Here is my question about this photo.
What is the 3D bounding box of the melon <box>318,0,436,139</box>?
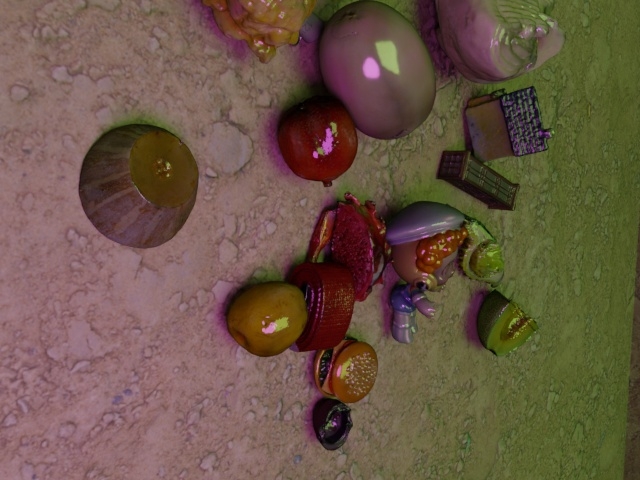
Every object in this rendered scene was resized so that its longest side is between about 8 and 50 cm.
[{"bbox_3d":[0.123,-0.349,1.210,0.223,0.223,0.317,-60,141,-18],"label":"melon"}]

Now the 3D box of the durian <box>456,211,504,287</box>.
[{"bbox_3d":[0.475,0.045,1.705,0.375,0.132,0.106,53,38,-41],"label":"durian"}]

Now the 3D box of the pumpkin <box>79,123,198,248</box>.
[{"bbox_3d":[-0.279,-0.093,0.961,0.217,0.110,0.217,-2,94,-41],"label":"pumpkin"}]

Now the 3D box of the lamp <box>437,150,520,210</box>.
[{"bbox_3d":[0.467,-0.170,1.672,0.325,0.089,0.090,20,83,-45],"label":"lamp"}]

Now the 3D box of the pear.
[{"bbox_3d":[-0.101,0.154,1.141,0.162,0.149,0.148,-30,117,-29],"label":"pear"}]

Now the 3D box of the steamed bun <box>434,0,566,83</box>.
[{"bbox_3d":[0.432,-0.548,1.462,0.339,0.247,0.352,-8,67,-32],"label":"steamed bun"}]

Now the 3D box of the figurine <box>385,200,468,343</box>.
[{"bbox_3d":[0.226,0.083,1.426,0.224,0.205,0.381,-23,129,-65],"label":"figurine"}]

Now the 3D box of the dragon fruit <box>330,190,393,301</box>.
[{"bbox_3d":[0.114,0.023,1.324,0.161,0.126,0.274,-19,120,-53],"label":"dragon fruit"}]

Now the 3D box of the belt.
[{"bbox_3d":[0.001,0.144,1.242,0.124,0.128,0.200,2,107,-43],"label":"belt"}]

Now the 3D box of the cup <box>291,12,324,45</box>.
[{"bbox_3d":[-0.046,-0.442,1.164,0.083,0.075,0.054,30,40,-39],"label":"cup"}]

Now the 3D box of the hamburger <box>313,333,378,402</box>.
[{"bbox_3d":[0.061,0.299,1.344,0.162,0.115,0.161,-7,101,-43],"label":"hamburger"}]

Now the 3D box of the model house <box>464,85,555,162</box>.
[{"bbox_3d":[0.548,-0.336,1.618,0.170,0.211,0.193,-20,99,-40],"label":"model house"}]

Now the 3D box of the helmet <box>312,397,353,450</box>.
[{"bbox_3d":[0.021,0.428,1.361,0.098,0.070,0.123,-15,120,-34],"label":"helmet"}]

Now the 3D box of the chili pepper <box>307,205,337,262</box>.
[{"bbox_3d":[0.000,0.000,1.294,0.045,0.027,0.178,28,78,-39],"label":"chili pepper"}]

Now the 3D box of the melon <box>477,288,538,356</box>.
[{"bbox_3d":[0.560,0.262,1.826,0.169,0.129,0.265,-50,135,3],"label":"melon"}]

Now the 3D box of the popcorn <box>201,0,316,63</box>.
[{"bbox_3d":[-0.103,-0.457,0.997,0.212,0.259,0.259,24,80,-19],"label":"popcorn"}]

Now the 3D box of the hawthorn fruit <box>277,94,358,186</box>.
[{"bbox_3d":[0.002,-0.198,1.173,0.169,0.169,0.188,-43,123,-30],"label":"hawthorn fruit"}]
